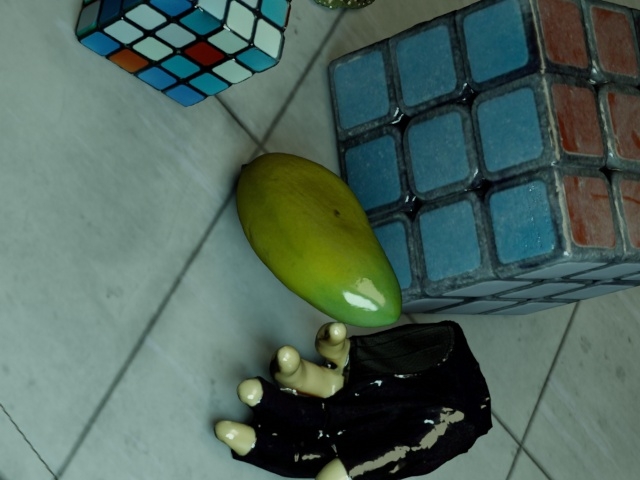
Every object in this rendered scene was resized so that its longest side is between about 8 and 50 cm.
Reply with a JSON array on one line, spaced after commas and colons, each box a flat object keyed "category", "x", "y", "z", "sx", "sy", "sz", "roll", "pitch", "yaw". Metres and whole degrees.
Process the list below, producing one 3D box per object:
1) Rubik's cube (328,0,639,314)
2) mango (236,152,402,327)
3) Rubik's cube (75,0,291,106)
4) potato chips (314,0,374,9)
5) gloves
[{"category": "Rubik's cube", "x": 0.225, "y": -0.085, "z": 1.897, "sx": 0.304, "sy": 0.301, "sz": 0.305, "roll": 5, "pitch": 72, "yaw": -46}, {"category": "mango", "x": -0.007, "y": -0.002, "z": 1.719, "sx": 0.137, "sy": 0.091, "sz": 0.237, "roll": 4, "pitch": 36, "yaw": -30}, {"category": "Rubik's cube", "x": -0.130, "y": -0.250, "z": 1.695, "sx": 0.154, "sy": 0.151, "sz": 0.155, "roll": 29, "pitch": 58, "yaw": -35}, {"category": "potato chips", "x": 0.010, "y": -0.374, "z": 1.954, "sx": 0.220, "sy": 0.029, "sz": 0.202, "roll": 37, "pitch": 65, "yaw": -29}, {"category": "gloves", "x": 0.034, "y": 0.176, "z": 1.719, "sx": 0.301, "sy": 0.152, "sz": 0.197, "roll": 6, "pitch": 46, "yaw": -34}]
